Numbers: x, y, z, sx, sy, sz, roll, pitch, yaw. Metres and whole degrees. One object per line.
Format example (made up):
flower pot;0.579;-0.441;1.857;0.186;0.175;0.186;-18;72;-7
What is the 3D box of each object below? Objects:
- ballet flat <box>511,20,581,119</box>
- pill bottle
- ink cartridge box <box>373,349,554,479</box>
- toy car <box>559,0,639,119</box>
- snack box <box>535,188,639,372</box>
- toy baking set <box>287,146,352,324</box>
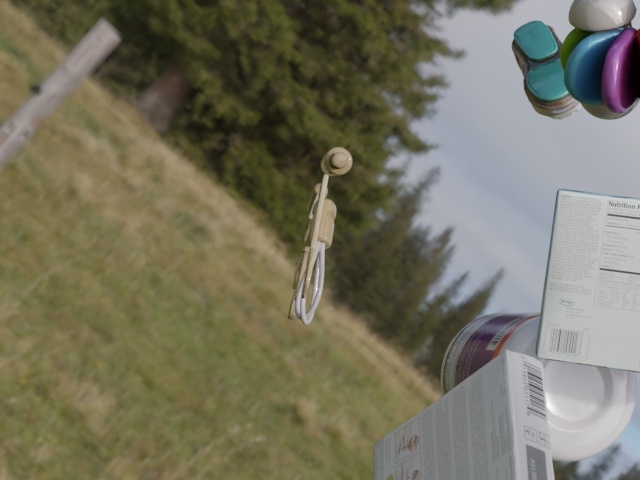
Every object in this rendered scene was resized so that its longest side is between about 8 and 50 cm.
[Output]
ballet flat;0.393;-0.267;2.138;0.316;0.108;0.106;-88;155;-57
pill bottle;0.266;0.183;1.659;0.181;0.181;0.323;41;-10;-6
ink cartridge box;0.144;0.246;1.324;0.066;0.232;0.189;22;45;-22
toy car;0.353;-0.196;1.431;0.182;0.136;0.159;3;-53;24
snack box;0.404;0.055;1.373;0.322;0.187;0.060;8;5;10
toy baking set;0.001;-0.007;1.370;0.030;0.196;0.256;12;-3;-4
